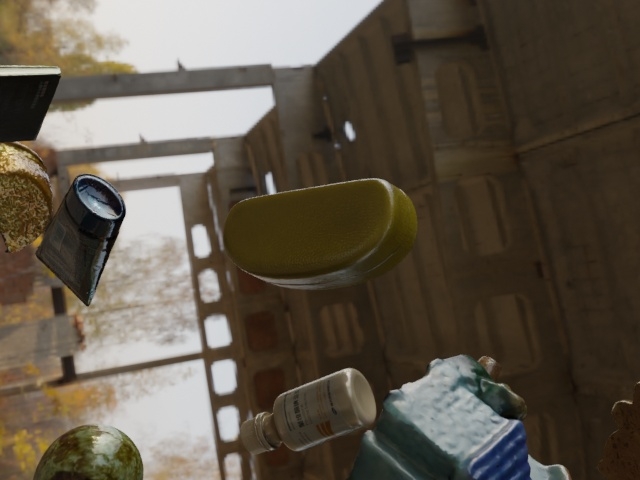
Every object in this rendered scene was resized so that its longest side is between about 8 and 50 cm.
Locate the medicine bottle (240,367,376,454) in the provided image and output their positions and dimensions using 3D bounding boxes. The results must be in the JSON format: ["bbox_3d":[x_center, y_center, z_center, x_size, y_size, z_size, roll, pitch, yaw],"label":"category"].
[{"bbox_3d":[-0.029,0.326,1.522,0.114,0.252,0.114,50,26,-35],"label":"medicine bottle"}]

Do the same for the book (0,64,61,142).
[{"bbox_3d":[-0.513,-0.197,1.231,0.024,0.228,0.160,57,-48,20],"label":"book"}]

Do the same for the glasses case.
[{"bbox_3d":[0.000,0.000,1.529,0.371,0.141,0.173,-8,-111,31],"label":"glasses case"}]

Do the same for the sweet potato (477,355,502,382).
[{"bbox_3d":[0.264,0.345,1.592,0.067,0.281,0.059,40,-23,-14],"label":"sweet potato"}]

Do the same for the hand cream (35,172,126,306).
[{"bbox_3d":[-0.355,0.004,1.209,0.120,0.061,0.270,43,-41,0],"label":"hand cream"}]

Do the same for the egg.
[{"bbox_3d":[-0.554,0.566,1.941,0.238,0.289,0.238,46,10,-11],"label":"egg"}]

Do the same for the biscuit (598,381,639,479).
[{"bbox_3d":[0.568,0.353,1.430,0.166,0.036,0.225,36,-62,47],"label":"biscuit"}]

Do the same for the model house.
[{"bbox_3d":[0.213,0.344,0.966,0.329,0.252,0.294,41,-46,33],"label":"model house"}]

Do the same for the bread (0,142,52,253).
[{"bbox_3d":[-0.604,-0.092,1.639,0.143,0.140,0.228,-119,-163,-44],"label":"bread"}]
